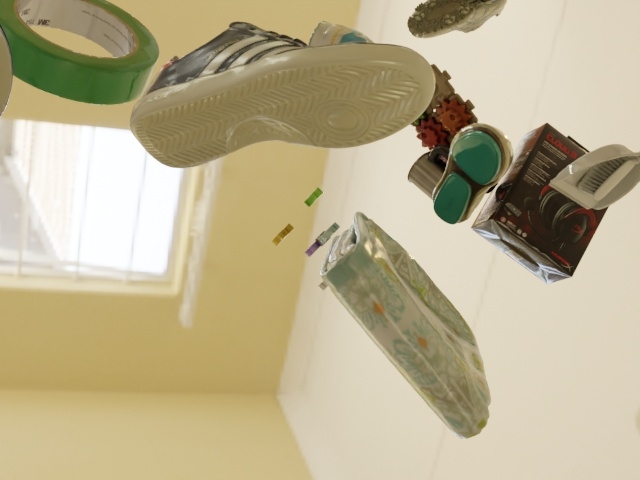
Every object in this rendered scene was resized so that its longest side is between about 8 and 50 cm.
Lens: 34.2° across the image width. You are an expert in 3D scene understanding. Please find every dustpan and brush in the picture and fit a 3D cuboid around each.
[{"bbox_3d":[0.492,-0.124,1.678,0.211,0.147,0.060,-46,-133,20],"label":"dustpan and brush"}]

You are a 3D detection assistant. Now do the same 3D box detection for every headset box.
[{"bbox_3d":[0.490,-0.090,2.221,0.293,0.218,0.110,-57,-171,-19],"label":"headset box"}]

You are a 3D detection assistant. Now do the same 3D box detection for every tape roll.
[{"bbox_3d":[-0.467,-0.375,1.958,0.077,0.321,0.321,-62,-151,29],"label":"tape roll"}]

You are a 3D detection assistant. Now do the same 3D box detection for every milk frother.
[{"bbox_3d":[0.286,-0.135,2.196,0.135,0.143,0.129,45,-61,26],"label":"milk frother"}]

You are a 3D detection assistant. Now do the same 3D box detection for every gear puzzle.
[{"bbox_3d":[0.233,-0.281,2.229,0.339,0.044,0.175,52,-39,1],"label":"gear puzzle"}]

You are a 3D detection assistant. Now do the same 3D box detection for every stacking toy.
[{"bbox_3d":[0.000,0.000,2.314,0.052,0.167,0.221,-45,178,-40],"label":"stacking toy"}]

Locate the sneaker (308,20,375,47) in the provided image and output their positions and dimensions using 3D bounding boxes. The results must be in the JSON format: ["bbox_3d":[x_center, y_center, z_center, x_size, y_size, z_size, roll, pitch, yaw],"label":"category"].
[{"bbox_3d":[0.066,-0.257,1.613,0.092,0.229,0.087,23,-93,30],"label":"sneaker"}]

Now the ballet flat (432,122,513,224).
[{"bbox_3d":[0.216,-0.105,1.424,0.248,0.086,0.086,118,-29,-65],"label":"ballet flat"}]

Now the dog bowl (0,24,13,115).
[{"bbox_3d":[-0.589,-0.255,1.528,0.104,0.265,0.264,-141,-123,-66],"label":"dog bowl"}]

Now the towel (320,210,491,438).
[{"bbox_3d":[0.138,0.113,1.620,0.090,0.320,0.374,-41,-175,12],"label":"towel"}]

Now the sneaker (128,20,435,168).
[{"bbox_3d":[-0.041,-0.182,1.126,0.131,0.350,0.148,62,33,-43],"label":"sneaker"}]

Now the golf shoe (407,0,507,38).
[{"bbox_3d":[0.207,-0.327,1.531,0.069,0.176,0.086,54,-16,32],"label":"golf shoe"}]
